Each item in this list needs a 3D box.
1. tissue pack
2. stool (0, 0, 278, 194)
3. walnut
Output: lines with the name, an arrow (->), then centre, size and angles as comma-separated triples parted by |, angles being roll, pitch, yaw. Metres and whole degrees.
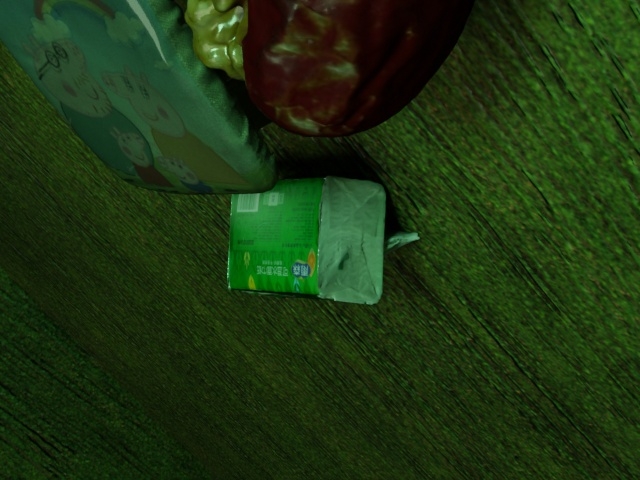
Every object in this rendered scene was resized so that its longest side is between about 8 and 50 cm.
tissue pack -> 0.001, 0.002, 1.396 | 0.156, 0.148, 0.209 | 7, 176, -36
stool -> -0.147, -0.221, 1.115 | 0.310, 0.226, 0.310 | 9, 142, 47
walnut -> 0.000, -0.203, 0.894 | 0.221, 0.244, 0.269 | -105, 19, -46
